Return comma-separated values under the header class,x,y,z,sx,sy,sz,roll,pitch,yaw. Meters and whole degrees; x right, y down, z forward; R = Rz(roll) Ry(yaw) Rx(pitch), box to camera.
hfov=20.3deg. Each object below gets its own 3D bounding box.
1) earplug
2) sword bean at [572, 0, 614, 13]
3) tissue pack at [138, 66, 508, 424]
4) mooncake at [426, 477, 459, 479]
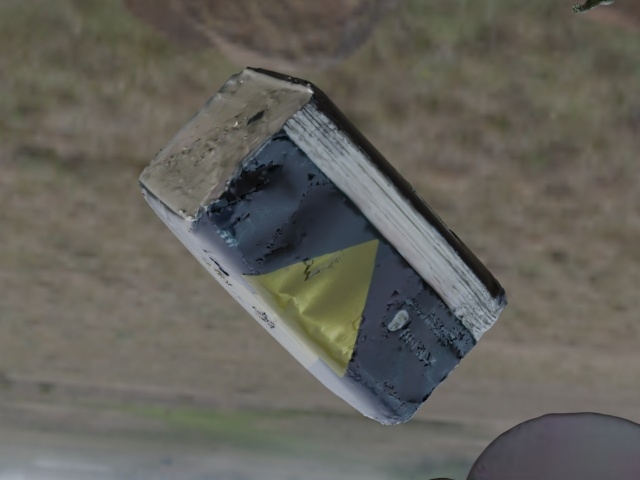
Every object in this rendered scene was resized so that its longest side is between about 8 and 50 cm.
class,x,y,z,sx,sy,sz,roll,pitch,yaw
earplug,0.171,0.278,1.252,0.172,0.172,0.301,4,138,2
sword bean,0.248,-0.213,1.595,0.012,0.012,0.083,-2,-165,39
tissue pack,0.000,0.000,2.273,0.416,0.253,0.264,48,171,-26
mooncake,0.030,0.364,1.573,0.378,0.201,0.378,-16,154,-8
